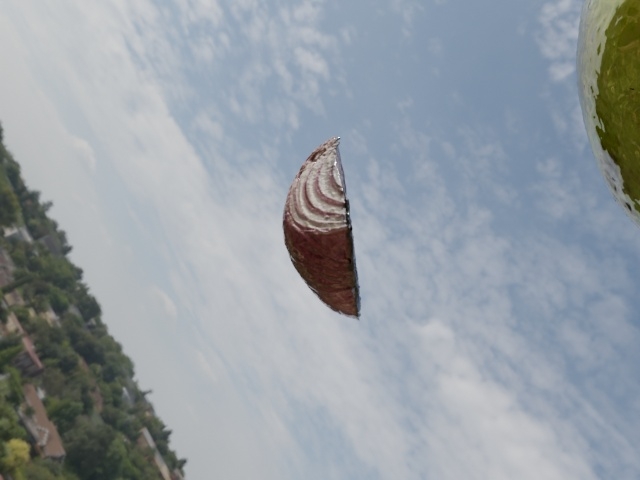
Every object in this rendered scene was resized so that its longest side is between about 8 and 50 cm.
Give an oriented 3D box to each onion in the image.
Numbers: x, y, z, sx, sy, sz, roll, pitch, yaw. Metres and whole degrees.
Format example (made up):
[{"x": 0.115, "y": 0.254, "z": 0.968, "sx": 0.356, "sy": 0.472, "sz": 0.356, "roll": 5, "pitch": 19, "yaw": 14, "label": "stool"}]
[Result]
[{"x": 0.000, "y": 0.000, "z": 1.006, "sx": 0.250, "sy": 0.111, "sz": 0.247, "roll": -97, "pitch": 180, "yaw": -48, "label": "onion"}]

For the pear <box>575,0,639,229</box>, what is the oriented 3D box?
[{"x": 0.408, "y": -0.167, "z": 0.548, "sx": 0.391, "sy": 0.391, "sz": 0.391, "roll": 50, "pitch": -23, "yaw": 31, "label": "pear"}]
